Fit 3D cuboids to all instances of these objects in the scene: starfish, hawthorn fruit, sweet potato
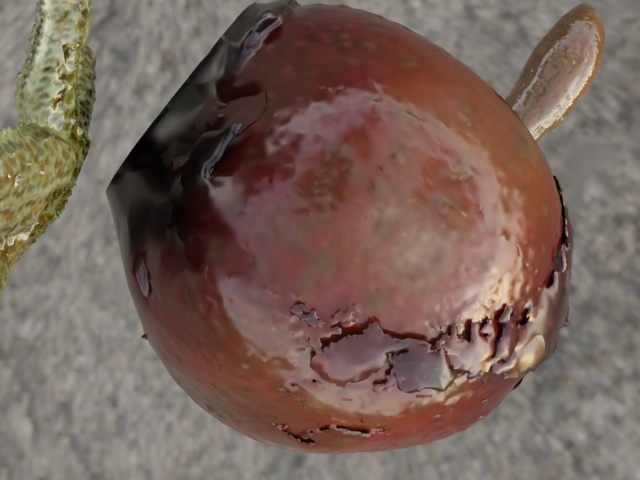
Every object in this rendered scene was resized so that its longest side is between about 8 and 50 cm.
[{"bbox_3d":[-0.190,-0.030,1.152,0.078,0.347,0.358,21,74,-9],"label":"starfish"},{"bbox_3d":[0.009,-0.009,1.237,0.316,0.316,0.316,-1,100,-5],"label":"hawthorn fruit"},{"bbox_3d":[0.143,-0.078,1.393,0.050,0.050,0.214,34,93,-10],"label":"sweet potato"}]
